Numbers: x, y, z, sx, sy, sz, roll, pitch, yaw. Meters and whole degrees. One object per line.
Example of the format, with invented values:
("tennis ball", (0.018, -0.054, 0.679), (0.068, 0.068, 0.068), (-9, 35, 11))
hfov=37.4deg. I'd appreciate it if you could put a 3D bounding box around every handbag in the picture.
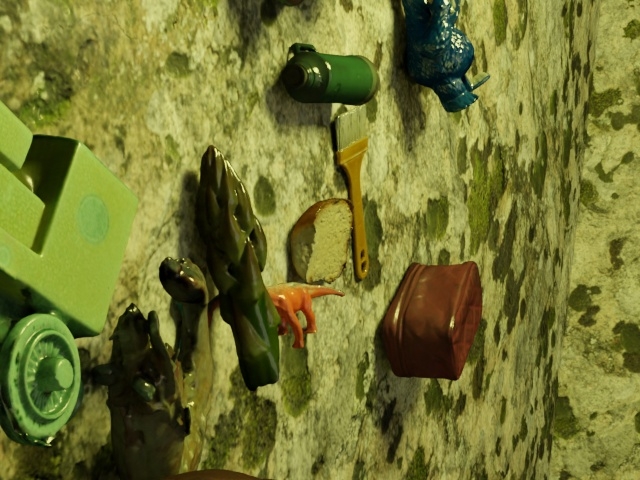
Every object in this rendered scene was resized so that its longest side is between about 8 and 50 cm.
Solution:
("handbag", (0.195, 0.135, 1.630), (0.225, 0.135, 0.146), (-61, 143, -47))

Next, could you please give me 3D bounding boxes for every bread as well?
("bread", (0.000, 0.000, 1.331), (0.129, 0.044, 0.126), (-7, 106, -66))

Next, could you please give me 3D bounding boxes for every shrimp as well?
("shrimp", (-0.145, 0.126, 0.912), (0.360, 0.085, 0.246), (88, 10, -63))

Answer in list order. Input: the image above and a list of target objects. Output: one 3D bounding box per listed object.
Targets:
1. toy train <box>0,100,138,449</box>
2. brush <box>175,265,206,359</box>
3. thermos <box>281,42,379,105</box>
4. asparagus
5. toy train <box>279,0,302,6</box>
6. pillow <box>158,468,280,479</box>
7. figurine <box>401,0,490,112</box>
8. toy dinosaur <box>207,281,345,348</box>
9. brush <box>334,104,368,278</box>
("toy train", (-0.283, -0.012, 0.657), (0.397, 0.160, 0.253), (52, 41, -53))
("brush", (-0.153, 0.108, 1.070), (0.051, 0.014, 0.164), (17, 78, -61))
("thermos", (0.009, -0.225, 1.285), (0.188, 0.073, 0.083), (-15, 107, -62))
("asparagus", (-0.094, 0.029, 1.097), (0.080, 0.080, 0.287), (-35, 114, -57))
("toy train", (0.013, -0.436, 1.212), (0.304, 0.150, 0.221), (-41, 118, -53))
("pillow", (-0.141, 0.279, 0.823), (0.305, 0.308, 0.108), (33, 37, -60))
("figurine", (0.188, -0.343, 1.595), (0.262, 0.121, 0.164), (68, 25, -10))
("toy dinosaur", (-0.056, 0.093, 1.221), (0.280, 0.055, 0.101), (-20, 101, -60))
("brush", (0.056, -0.068, 1.461), (0.103, 0.013, 0.272), (-35, 125, -56))
